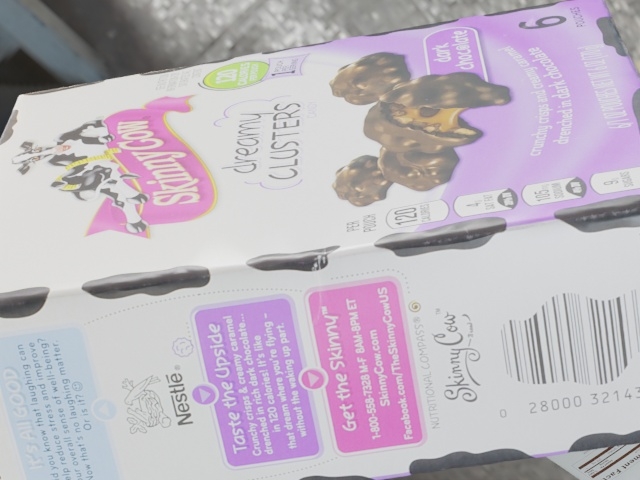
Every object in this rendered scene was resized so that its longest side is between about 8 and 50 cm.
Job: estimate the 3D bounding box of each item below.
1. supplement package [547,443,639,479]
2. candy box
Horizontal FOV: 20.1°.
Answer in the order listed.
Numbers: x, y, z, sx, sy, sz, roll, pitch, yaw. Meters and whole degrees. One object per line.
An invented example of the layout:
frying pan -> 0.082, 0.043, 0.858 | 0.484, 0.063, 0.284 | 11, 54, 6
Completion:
supplement package -> 0.179, 0.035, 1.274 | 0.149, 0.203, 0.194 | -41, 30, 25
candy box -> 0.000, 0.000, 0.522 | 0.196, 0.070, 0.165 | -9, 25, 4
